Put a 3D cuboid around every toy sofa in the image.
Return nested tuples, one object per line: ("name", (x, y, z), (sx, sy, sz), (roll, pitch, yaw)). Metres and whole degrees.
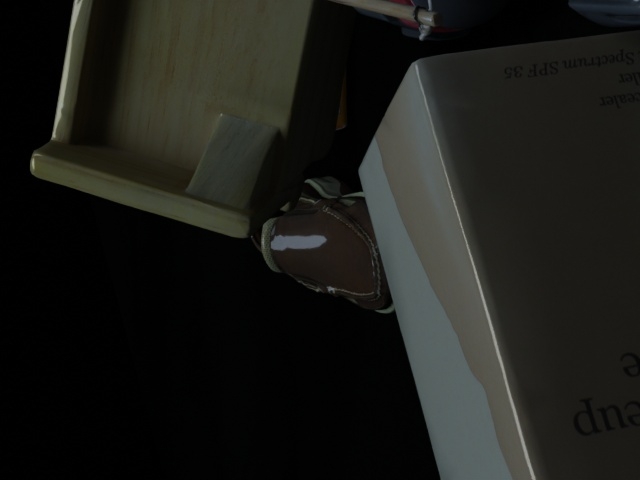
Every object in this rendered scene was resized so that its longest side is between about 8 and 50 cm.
("toy sofa", (-0.054, -0.200, 0.950), (0.177, 0.150, 0.362), (-50, -26, -66))

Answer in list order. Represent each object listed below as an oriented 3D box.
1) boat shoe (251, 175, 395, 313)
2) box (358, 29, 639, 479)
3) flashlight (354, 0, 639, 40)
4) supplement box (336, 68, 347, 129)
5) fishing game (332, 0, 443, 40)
("boat shoe", (0.001, 0.008, 1.237), (0.257, 0.095, 0.095), (-155, 57, -73))
("box", (0.130, 0.073, 0.690), (0.121, 0.148, 0.311), (115, 142, -65))
("flashlight", (0.103, -0.145, 0.778), (0.304, 0.103, 0.103), (-153, 60, -67))
("supplement box", (-0.024, -0.203, 1.254), (0.078, 0.080, 0.233), (-122, 28, -58))
("fishing game", (0.022, -0.242, 0.747), (0.189, 0.041, 0.264), (31, 115, 48))
